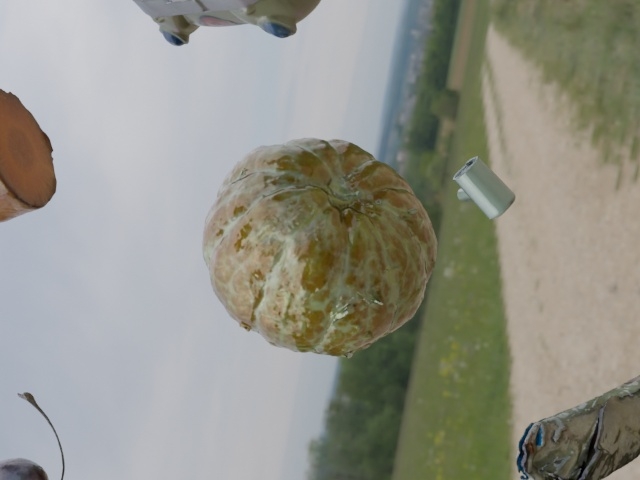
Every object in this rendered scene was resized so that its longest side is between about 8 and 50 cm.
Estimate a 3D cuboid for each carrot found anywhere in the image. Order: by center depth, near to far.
[{"bbox_3d":[-0.464,-0.079,1.629,0.159,0.225,0.159,49,-152,-38],"label":"carrot"}]

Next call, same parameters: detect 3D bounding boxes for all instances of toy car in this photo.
[{"bbox_3d":[-0.073,-0.399,1.665,0.226,0.242,0.335,41,-119,-46],"label":"toy car"}]

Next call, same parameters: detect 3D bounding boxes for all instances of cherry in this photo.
[{"bbox_3d":[-0.368,0.292,1.447,0.188,0.148,0.115,64,-157,-17],"label":"cherry"}]

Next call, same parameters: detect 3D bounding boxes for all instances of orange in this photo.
[{"bbox_3d":[0.000,0.000,1.768,0.249,0.329,0.329,118,169,-50],"label":"orange"}]

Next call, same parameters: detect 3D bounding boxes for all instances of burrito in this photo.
[{"bbox_3d":[0.189,0.124,0.831,0.171,0.042,0.051,-18,-83,-45],"label":"burrito"}]

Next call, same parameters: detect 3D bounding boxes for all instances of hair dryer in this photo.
[{"bbox_3d":[0.167,-0.056,1.386,0.038,0.063,0.124,-44,7,-6],"label":"hair dryer"}]
